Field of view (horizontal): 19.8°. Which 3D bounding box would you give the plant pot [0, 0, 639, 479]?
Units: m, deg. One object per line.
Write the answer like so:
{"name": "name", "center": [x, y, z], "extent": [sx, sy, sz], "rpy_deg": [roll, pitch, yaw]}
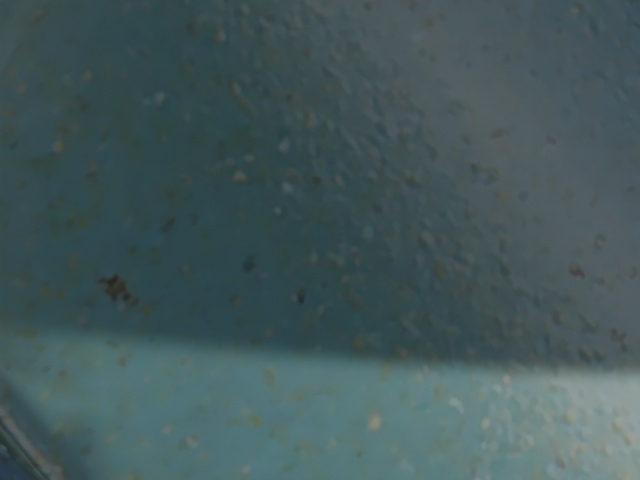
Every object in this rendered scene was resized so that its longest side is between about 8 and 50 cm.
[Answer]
{"name": "plant pot", "center": [0.000, 0.000, 0.433], "extent": [0.252, 0.247, 0.248], "rpy_deg": [-45, -166, -32]}
